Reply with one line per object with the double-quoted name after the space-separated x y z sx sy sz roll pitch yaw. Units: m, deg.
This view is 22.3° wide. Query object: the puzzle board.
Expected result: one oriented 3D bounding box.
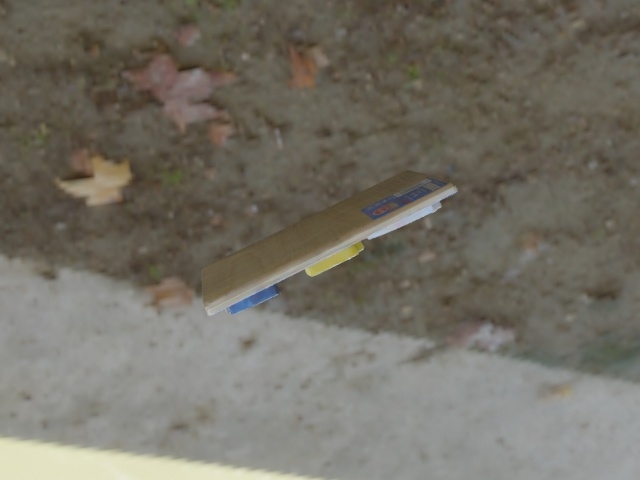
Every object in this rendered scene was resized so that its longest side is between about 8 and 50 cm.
0.000 0.000 0.617 0.096 0.011 0.128 -26 -174 -2 "puzzle board"
